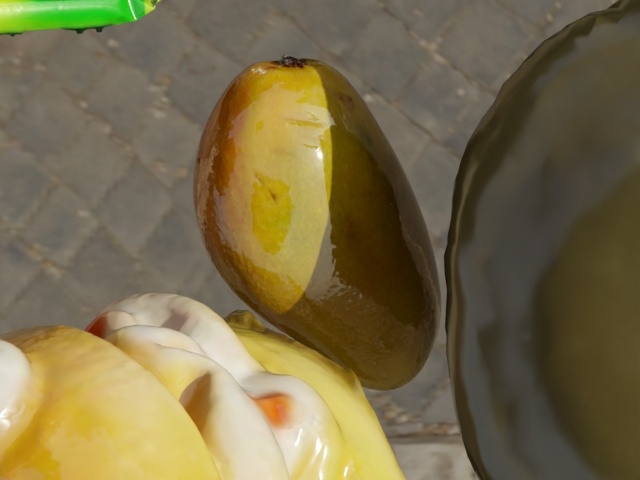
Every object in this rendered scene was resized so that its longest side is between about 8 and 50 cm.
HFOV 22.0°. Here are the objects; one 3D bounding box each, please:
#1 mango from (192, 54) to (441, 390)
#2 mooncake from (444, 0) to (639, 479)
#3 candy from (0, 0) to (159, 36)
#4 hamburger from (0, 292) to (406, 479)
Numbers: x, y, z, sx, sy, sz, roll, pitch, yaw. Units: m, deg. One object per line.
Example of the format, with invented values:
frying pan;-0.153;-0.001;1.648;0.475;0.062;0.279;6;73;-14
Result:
mango;0.000;0.000;1.065;0.138;0.253;0.113;-37;31;-18
mooncake;0.311;0.040;0.918;0.467;0.262;0.467;9;107;33
candy;-0.199;-0.153;1.059;0.102;0.178;0.032;25;118;51
hamburger;-0.109;0.159;0.727;0.276;0.237;0.276;-1;88;44
